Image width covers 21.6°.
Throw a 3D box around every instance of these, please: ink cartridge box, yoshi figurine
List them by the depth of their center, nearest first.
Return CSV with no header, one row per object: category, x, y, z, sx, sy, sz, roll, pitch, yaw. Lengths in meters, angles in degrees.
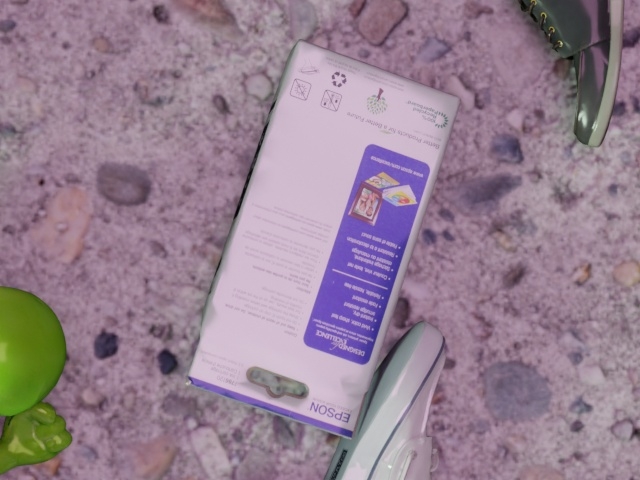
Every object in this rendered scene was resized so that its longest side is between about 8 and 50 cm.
yoshi figurine,-0.293,0.189,1.406,0.203,0.203,0.362,0,82,-26
ink cartridge box,0.000,0.000,1.530,0.165,0.065,0.333,20,80,-8

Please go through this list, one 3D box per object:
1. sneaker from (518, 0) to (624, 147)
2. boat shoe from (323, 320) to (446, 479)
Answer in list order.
sneaker,0.227,-0.201,1.594,0.118,0.083,0.222,4,91,9
boat shoe,0.062,0.200,1.515,0.084,0.095,0.258,26,91,-11
